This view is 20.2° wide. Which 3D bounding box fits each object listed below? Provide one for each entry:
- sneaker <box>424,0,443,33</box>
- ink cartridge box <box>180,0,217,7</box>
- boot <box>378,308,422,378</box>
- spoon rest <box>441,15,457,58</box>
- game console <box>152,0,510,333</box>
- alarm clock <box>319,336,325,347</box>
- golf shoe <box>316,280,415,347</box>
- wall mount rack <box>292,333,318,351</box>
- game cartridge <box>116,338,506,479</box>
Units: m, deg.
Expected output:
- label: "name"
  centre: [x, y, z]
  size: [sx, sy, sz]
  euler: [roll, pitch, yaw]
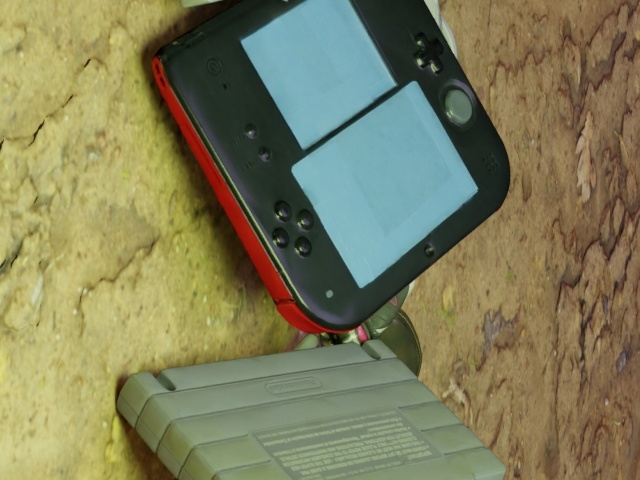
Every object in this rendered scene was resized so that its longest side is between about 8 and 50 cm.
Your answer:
- label: "sneaker"
  centre: [0.073, -0.308, 2.081]
  size: [0.152, 0.114, 0.305]
  euler: [-77, 157, -78]
- label: "ink cartridge box"
  centre: [-0.094, -0.326, 1.841]
  size: [0.179, 0.045, 0.145]
  euler: [-27, 104, -47]
- label: "boot"
  centre: [0.080, 0.180, 2.098]
  size: [0.106, 0.082, 0.219]
  euler: [-90, 177, -47]
- label: "spoon rest"
  centre: [0.137, -0.172, 2.272]
  size: [0.137, 0.084, 0.276]
  euler: [-41, 125, -76]
- label: "game console"
  centre: [0.029, -0.118, 1.884]
  size: [0.386, 0.060, 0.342]
  euler: [-37, 106, -42]
- label: "alarm clock"
  centre: [0.017, 0.038, 2.070]
  size: [0.129, 0.064, 0.192]
  euler: [39, 53, -56]
- label: "golf shoe"
  centre: [0.000, 0.000, 1.940]
  size: [0.120, 0.105, 0.273]
  euler: [-42, 126, -13]
- label: "wall mount rack"
  centre: [-0.016, 0.282, 1.944]
  size: [0.304, 0.130, 0.350]
  euler: [-105, 178, -59]
- label: "game cartridge"
  centre: [-0.001, 0.202, 1.779]
  size: [0.355, 0.230, 0.068]
  euler: [-4, 133, -45]
